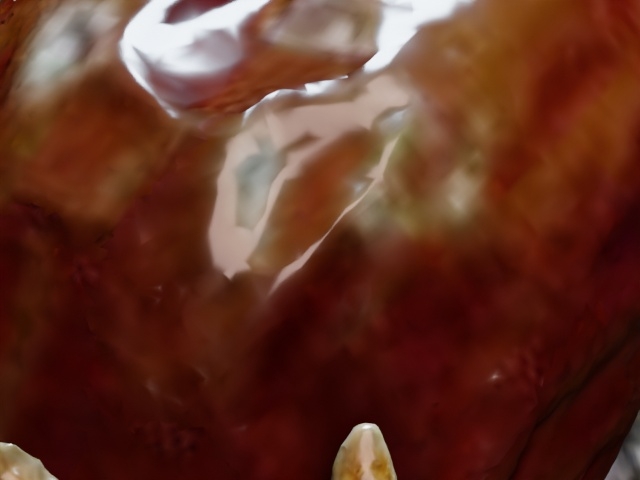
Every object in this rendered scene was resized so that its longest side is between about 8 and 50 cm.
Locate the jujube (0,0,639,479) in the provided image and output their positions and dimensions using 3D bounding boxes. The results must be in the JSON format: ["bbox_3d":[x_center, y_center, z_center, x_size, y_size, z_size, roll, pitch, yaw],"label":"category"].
[{"bbox_3d":[-0.001,0.000,0.704,0.276,0.276,0.377,35,53,0],"label":"jujube"}]

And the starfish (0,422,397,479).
[{"bbox_3d":[-0.059,0.231,0.527,0.327,0.094,0.375,41,82,-14],"label":"starfish"}]
